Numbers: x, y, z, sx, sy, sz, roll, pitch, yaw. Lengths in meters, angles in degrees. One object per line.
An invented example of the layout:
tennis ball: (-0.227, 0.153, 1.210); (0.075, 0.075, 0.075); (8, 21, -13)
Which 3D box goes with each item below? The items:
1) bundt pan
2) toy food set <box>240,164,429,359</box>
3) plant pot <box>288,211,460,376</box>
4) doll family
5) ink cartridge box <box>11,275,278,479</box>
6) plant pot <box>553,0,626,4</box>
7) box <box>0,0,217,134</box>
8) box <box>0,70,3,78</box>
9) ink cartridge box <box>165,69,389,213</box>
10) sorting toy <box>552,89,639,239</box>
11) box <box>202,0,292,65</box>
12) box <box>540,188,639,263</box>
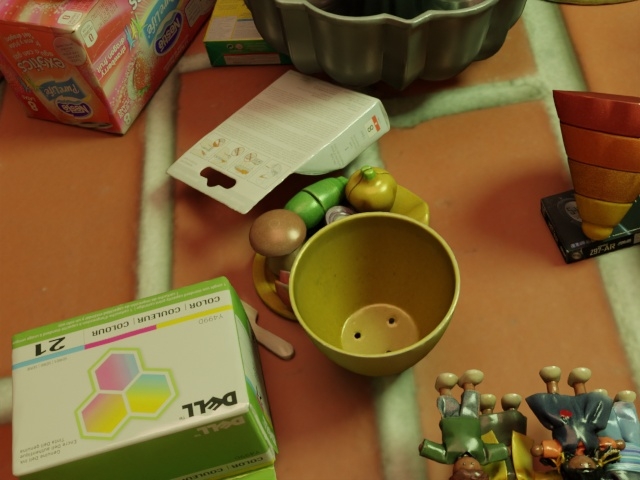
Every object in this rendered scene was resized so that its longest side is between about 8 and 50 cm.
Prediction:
bundt pan: (0.067, -0.277, 1.051); (0.330, 0.124, 0.331); (-1, 49, 2)
toy food set: (0.000, 0.000, 0.906); (0.218, 0.071, 0.128); (-38, 53, -18)
plant pot: (0.047, 0.058, 0.828); (0.134, 0.095, 0.134); (-4, 56, 5)
doll family: (0.169, 0.157, 0.739); (0.192, 0.076, 0.111); (-5, 45, 4)
ink cartridge box: (-0.129, 0.174, 0.773); (0.188, 0.097, 0.255); (-16, 49, 1)
plant pot: (0.301, -0.441, 1.085); (0.276, 0.254, 0.276); (-6, 50, 8)
box: (-0.228, -0.282, 1.138); (0.142, 0.154, 0.300); (12, 56, 23)
box: (-0.437, -0.260, 1.180); (0.148, 0.127, 0.232); (15, 56, 23)
ink cartridge box: (-0.042, -0.089, 0.991); (0.179, 0.045, 0.145); (-43, 42, -18)
sorting toy: (0.356, -0.033, 0.810); (0.365, 0.126, 0.127); (14, 14, 22)
box: (-0.065, -0.276, 1.168); (0.105, 0.043, 0.179); (2, 54, 14)
box: (0.247, -0.020, 0.902); (0.083, 0.018, 0.067); (-15, 50, 0)
